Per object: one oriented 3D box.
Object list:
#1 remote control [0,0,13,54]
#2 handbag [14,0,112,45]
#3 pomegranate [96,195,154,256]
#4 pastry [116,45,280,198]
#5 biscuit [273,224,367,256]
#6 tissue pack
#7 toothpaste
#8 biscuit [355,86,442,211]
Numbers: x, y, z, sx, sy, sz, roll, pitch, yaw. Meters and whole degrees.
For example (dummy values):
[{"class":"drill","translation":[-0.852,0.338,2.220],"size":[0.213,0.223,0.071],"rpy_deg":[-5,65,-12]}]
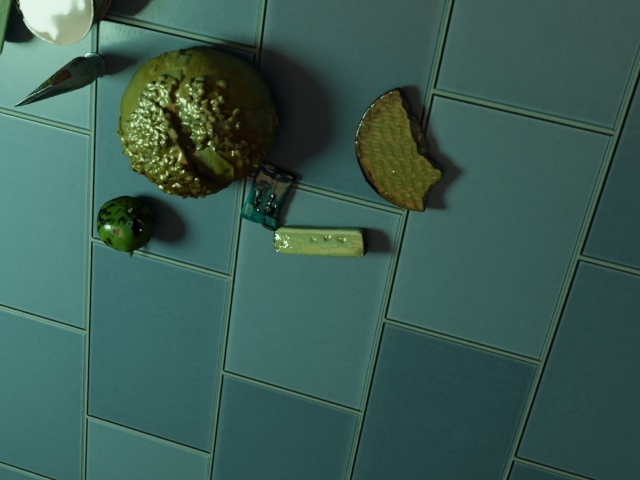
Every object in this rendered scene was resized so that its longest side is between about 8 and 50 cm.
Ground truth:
[{"class":"remote control","translation":[-0.596,-0.500,1.718],"size":[0.038,0.090,0.310],"rpy_deg":[10,122,-22]},{"class":"handbag","translation":[-0.476,-0.476,1.675],"size":[0.179,0.116,0.205],"rpy_deg":[4,117,16]},{"class":"pomegranate","translation":[-0.406,-0.024,1.888],"size":[0.122,0.122,0.161],"rpy_deg":[22,147,6]},{"class":"pastry","translation":[-0.245,-0.212,1.695],"size":[0.315,0.184,0.285],"rpy_deg":[-13,110,23]},{"class":"biscuit","translation":[0.000,0.000,1.802],"size":[0.187,0.052,0.056],"rpy_deg":[3,100,15]},{"class":"tissue pack","translation":[-0.107,-0.086,1.807],"size":[0.085,0.028,0.138],"rpy_deg":[24,117,5]},{"class":"toothpaste","translation":[-0.479,-0.299,1.695],"size":[0.089,0.234,0.057],"rpy_deg":[-22,108,25]},{"class":"biscuit","translation":[0.149,-0.170,1.683],"size":[0.176,0.031,0.229],"rpy_deg":[15,117,9]}]
